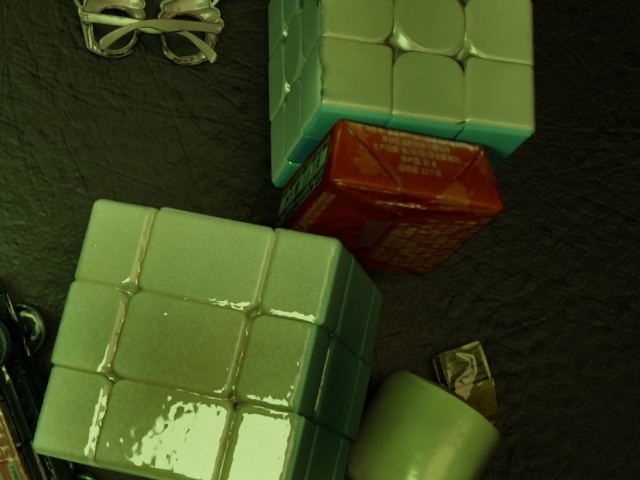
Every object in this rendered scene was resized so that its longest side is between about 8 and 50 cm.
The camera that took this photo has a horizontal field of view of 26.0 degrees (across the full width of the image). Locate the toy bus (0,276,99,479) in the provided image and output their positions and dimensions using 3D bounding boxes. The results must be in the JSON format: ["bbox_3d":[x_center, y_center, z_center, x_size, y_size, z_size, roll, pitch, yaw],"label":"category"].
[{"bbox_3d":[-0.428,0.265,1.736,0.233,0.203,0.427,-21,91,6],"label":"toy bus"}]

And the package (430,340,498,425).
[{"bbox_3d":[0.211,0.215,1.985,0.071,0.047,0.131,-14,86,-18],"label":"package"}]

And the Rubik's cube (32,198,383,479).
[{"bbox_3d":[-0.124,0.154,1.714,0.319,0.322,0.315,10,80,15],"label":"Rubik's cube"}]

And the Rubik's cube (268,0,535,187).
[{"bbox_3d":[0.099,-0.238,1.853,0.292,0.290,0.291,5,72,-15],"label":"Rubik's cube"}]

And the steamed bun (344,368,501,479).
[{"bbox_3d":[0.116,0.279,1.850,0.155,0.250,0.200,39,78,-10],"label":"steamed bun"}]

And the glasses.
[{"bbox_3d":[-0.231,-0.326,1.890,0.255,0.095,0.162,3,96,-19],"label":"glasses"}]

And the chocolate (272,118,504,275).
[{"bbox_3d":[0.077,-0.050,1.765,0.235,0.237,0.108,8,66,-19],"label":"chocolate"}]
